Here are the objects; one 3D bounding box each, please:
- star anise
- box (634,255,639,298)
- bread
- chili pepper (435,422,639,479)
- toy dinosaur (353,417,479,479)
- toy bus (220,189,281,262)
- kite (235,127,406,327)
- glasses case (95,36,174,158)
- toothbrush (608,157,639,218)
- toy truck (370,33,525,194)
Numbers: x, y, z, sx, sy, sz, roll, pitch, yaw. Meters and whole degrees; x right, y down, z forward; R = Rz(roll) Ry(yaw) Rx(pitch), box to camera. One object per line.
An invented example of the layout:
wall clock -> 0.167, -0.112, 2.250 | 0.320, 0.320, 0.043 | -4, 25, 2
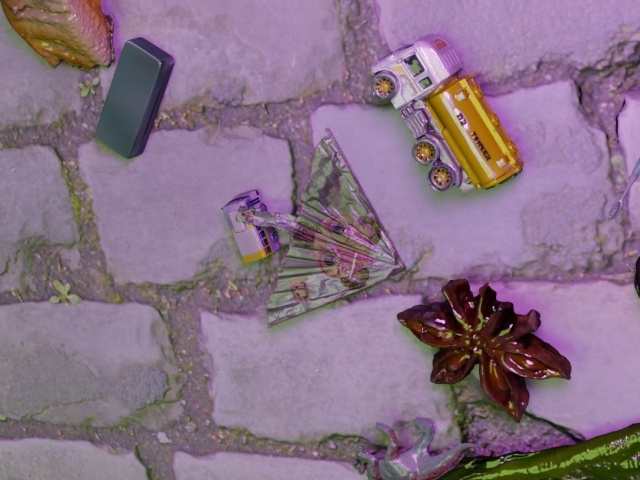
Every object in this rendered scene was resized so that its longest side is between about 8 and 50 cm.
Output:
star anise -> 0.236, 0.148, 1.483 | 0.220, 0.099, 0.214 | 51, 137, -3
box -> 0.599, 0.086, 1.259 | 0.359, 0.091, 0.350 | -37, 89, 32
bread -> -0.414, -0.377, 1.613 | 0.174, 0.133, 0.251 | 12, 113, 23
chili pepper -> 0.313, 0.333, 1.508 | 0.359, 0.076, 0.085 | -19, 100, 24
toy dinosaur -> 0.145, 0.350, 1.629 | 0.242, 0.053, 0.167 | -7, 106, 30
toy bus -> -0.109, -0.021, 1.624 | 0.052, 0.058, 0.102 | -16, 101, 32
kite -> 0.000, 0.000, 1.568 | 0.268, 0.013, 0.323 | 21, 104, 7
glasses case -> -0.293, -0.223, 1.660 | 0.078, 0.039, 0.184 | 34, 121, 14
toothbrush -> 0.407, -0.097, 1.340 | 0.011, 0.014, 0.167 | 35, 122, 23
toy truck -> 0.170, -0.165, 1.397 | 0.114, 0.098, 0.227 | -30, 95, 30
